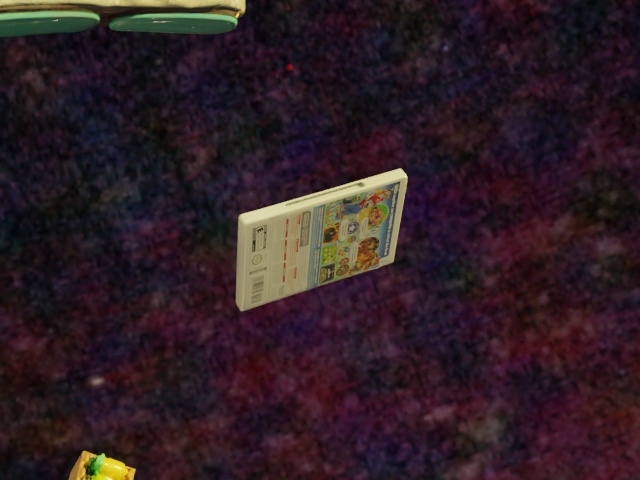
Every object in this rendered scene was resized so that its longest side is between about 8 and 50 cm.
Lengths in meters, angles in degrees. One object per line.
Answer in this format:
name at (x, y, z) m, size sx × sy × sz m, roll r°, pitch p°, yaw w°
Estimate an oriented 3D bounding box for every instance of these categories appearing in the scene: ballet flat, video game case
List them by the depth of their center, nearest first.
ballet flat at (-0.118, -0.135, 0.626) m, size 0.168 × 0.052 × 0.057 m, roll -7°, pitch 179°, yaw -34°
video game case at (0.000, 0.000, 0.815) m, size 0.122 × 0.011 × 0.087 m, roll -17°, pitch 139°, yaw -21°

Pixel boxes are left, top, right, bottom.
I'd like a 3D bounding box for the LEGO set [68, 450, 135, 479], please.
LEGO set at (-0.171, 0.204, 0.615) m, size 0.287 × 0.132 × 0.107 m, roll -42°, pitch 145°, yaw -39°
